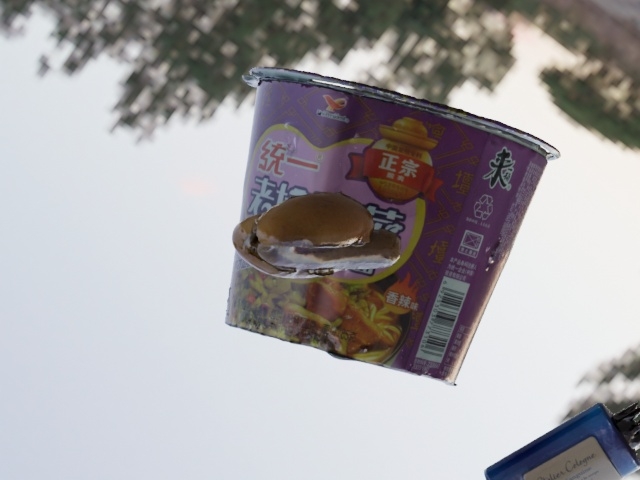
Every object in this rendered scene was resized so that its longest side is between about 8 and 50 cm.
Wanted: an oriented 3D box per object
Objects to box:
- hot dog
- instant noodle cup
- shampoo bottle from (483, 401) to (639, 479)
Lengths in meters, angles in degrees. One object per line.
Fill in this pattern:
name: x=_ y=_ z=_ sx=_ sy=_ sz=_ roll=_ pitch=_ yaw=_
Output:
hot dog: x=-0.001 y=0.001 z=1.454 sx=0.140 sy=0.090 sz=0.060 roll=0 pitch=-118 yaw=-45
instant noodle cup: x=0.051 y=-0.009 z=1.862 sx=0.339 sy=0.266 sz=0.340 roll=16 pitch=179 yaw=0
shampoo bottle: x=0.272 y=0.236 z=1.930 sx=0.087 sy=0.183 sz=0.050 roll=56 pitch=-170 yaw=-11
